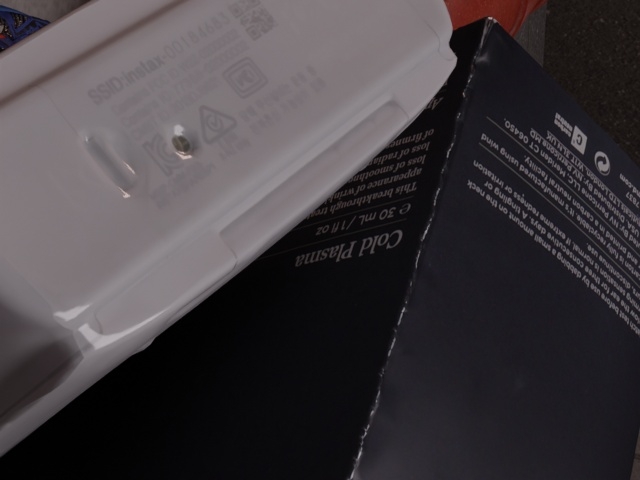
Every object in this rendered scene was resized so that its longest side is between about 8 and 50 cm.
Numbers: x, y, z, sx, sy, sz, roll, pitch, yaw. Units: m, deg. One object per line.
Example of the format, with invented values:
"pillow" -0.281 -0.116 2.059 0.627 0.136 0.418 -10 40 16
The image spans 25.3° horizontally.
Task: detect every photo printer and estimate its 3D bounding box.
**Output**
"photo printer" -0.113 0.007 0.594 0.256 0.107 0.307 -40 -177 -42

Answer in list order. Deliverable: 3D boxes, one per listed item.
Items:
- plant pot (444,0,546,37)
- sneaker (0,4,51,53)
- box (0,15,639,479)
"plant pot" 0.000 -0.150 0.949 0.265 0.272 0.272 -61 156 -30
"sneaker" -0.169 -0.067 0.682 0.221 0.087 0.083 -38 135 -66
"box" -0.019 0.096 0.767 0.179 0.343 0.312 40 54 -29
